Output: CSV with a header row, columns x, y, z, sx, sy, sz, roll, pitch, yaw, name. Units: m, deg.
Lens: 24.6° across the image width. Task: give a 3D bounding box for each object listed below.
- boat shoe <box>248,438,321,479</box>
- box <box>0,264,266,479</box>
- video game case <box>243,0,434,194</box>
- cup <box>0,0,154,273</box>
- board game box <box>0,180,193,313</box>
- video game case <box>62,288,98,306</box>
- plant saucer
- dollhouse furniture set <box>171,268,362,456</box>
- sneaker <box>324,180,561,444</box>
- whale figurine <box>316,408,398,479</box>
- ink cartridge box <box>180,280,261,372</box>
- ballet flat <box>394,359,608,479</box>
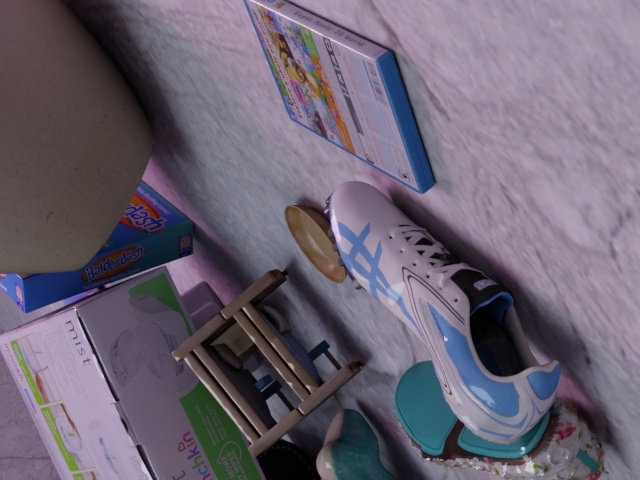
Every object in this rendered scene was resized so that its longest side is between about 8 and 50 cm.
x,y,z,sx,sy,sz,roll,pitch,yaw,name
-0.052,0.365,1.629,0.187,0.156,0.500,37,-156,-9,boat shoe
-0.212,0.184,1.595,0.231,0.127,0.262,-22,94,54,box
0.012,-0.109,1.054,0.166,0.015,0.119,33,154,46,video game case
-0.307,-0.097,1.466,0.237,0.331,0.331,29,169,-18,cup
-0.270,-0.007,1.621,0.160,0.210,0.047,36,135,41,board game box
-0.316,0.213,2.267,0.244,0.061,0.269,76,168,-47,video game case
0.000,0.000,1.281,0.083,0.015,0.083,46,160,22,plant saucer
-0.040,0.116,1.471,0.129,0.129,0.184,51,-174,7,dollhouse furniture set
0.089,0.036,1.056,0.237,0.085,0.086,53,124,27,sneaker
0.070,0.308,1.507,0.216,0.141,0.272,-59,-40,-67,whale figurine
-0.172,0.144,1.787,0.127,0.128,0.176,54,162,-1,ink cartridge box
0.135,0.151,1.131,0.077,0.091,0.241,34,173,-22,ballet flat
